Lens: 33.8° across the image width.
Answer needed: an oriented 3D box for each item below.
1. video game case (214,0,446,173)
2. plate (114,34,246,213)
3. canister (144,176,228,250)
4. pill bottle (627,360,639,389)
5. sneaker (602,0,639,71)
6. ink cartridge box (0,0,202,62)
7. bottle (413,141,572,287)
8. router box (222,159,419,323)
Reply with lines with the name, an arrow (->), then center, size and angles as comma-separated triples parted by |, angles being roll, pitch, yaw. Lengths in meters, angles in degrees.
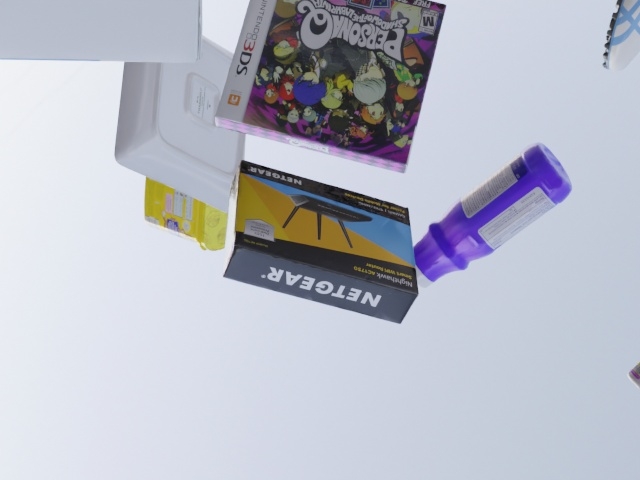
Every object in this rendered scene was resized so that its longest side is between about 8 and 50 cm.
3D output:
video game case -> 0.014, -0.207, 1.243 | 0.042, 0.232, 0.210 | 99, 6, -77
plate -> -0.192, -0.207, 1.612 | 0.045, 0.278, 0.277 | -11, -112, 33
canister -> -0.238, -0.062, 1.891 | 0.170, 0.126, 0.073 | 18, -159, 38
pill bottle -> 0.390, 0.139, 1.190 | 0.083, 0.043, 0.043 | -45, -147, 8
sneaker -> 0.410, -0.299, 1.232 | 0.086, 0.085, 0.237 | 34, -75, 16
ink cartridge box -> -0.235, -0.345, 1.077 | 0.223, 0.129, 0.307 | -1, -114, -8
bottle -> 0.251, -0.032, 1.627 | 0.283, 0.092, 0.118 | -39, -167, 18
router box -> 0.000, 0.000, 1.003 | 0.133, 0.178, 0.046 | -91, -159, -50
